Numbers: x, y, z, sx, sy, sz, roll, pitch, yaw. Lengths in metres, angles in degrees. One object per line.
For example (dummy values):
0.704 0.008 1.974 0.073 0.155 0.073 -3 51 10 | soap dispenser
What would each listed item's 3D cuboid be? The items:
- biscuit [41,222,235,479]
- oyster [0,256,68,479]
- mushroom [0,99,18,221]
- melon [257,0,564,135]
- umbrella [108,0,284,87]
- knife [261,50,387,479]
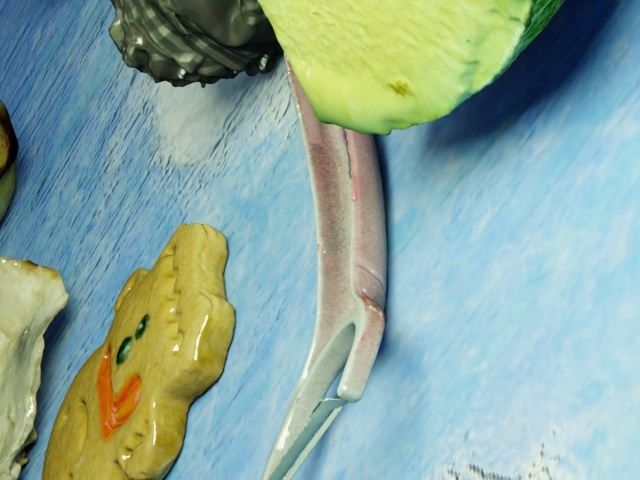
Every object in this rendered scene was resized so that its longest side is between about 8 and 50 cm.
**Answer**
-0.119 0.094 1.172 0.225 0.036 0.166 -53 29 32 | biscuit
-0.313 0.183 1.355 0.111 0.204 0.396 44 -113 -75 | oyster
-0.335 -0.003 1.656 0.333 0.087 0.107 -48 27 46 | mushroom
0.085 -0.213 0.891 0.196 0.124 0.323 -28 34 57 | melon
-0.036 -0.226 1.064 0.128 0.154 0.336 46 143 21 | umbrella
0.002 0.000 0.968 0.123 0.053 0.278 -52 27 43 | knife
